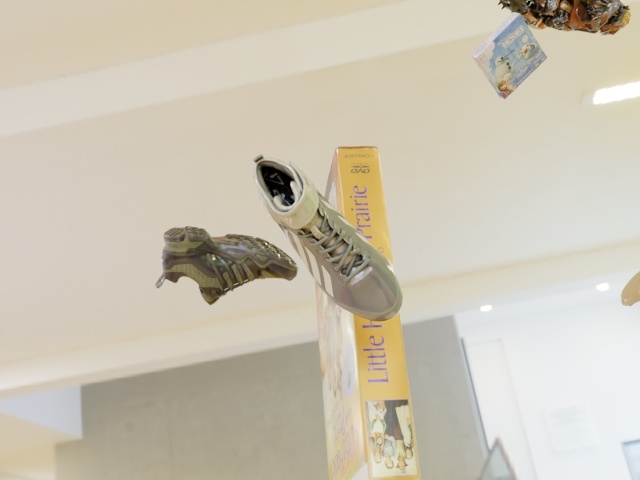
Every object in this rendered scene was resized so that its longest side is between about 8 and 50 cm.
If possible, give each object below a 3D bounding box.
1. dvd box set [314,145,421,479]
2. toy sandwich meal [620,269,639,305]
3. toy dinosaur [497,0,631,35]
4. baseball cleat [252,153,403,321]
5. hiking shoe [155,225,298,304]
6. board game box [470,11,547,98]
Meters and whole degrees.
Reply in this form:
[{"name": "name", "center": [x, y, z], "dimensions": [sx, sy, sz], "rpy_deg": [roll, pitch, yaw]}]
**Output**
[{"name": "dvd box set", "center": [0.045, 0.134, 0.989], "dimensions": [0.062, 0.420, 0.307], "rpy_deg": [-1, -27, -7]}, {"name": "toy sandwich meal", "center": [0.427, 0.059, 0.967], "dimensions": [0.085, 0.029, 0.085], "rpy_deg": [-48, -1, -1]}, {"name": "toy dinosaur", "center": [0.409, -0.454, 1.402], "dimensions": [0.322, 0.164, 0.218], "rpy_deg": [3, -19, 41]}, {"name": "baseball cleat", "center": [0.000, 0.000, 0.734], "dimensions": [0.072, 0.206, 0.109], "rpy_deg": [-45, -9, 1]}, {"name": "hiking shoe", "center": [-0.151, 0.049, 1.218], "dimensions": [0.227, 0.114, 0.086], "rpy_deg": [12, 14, -14]}, {"name": "board game box", "center": [0.280, -0.273, 1.109], "dimensions": [0.090, 0.020, 0.090], "rpy_deg": [-45, -59, 2]}]
